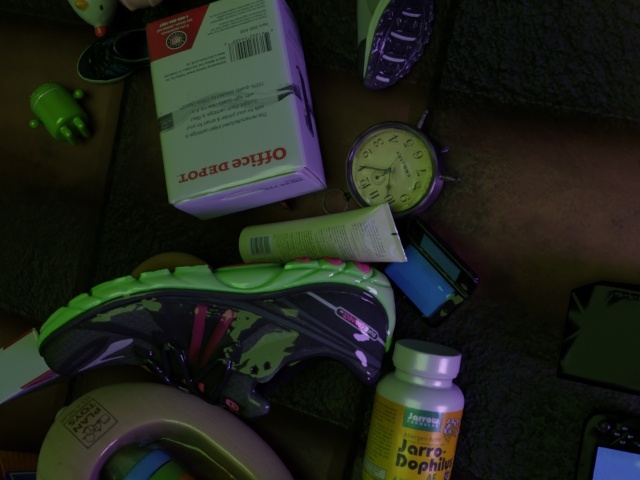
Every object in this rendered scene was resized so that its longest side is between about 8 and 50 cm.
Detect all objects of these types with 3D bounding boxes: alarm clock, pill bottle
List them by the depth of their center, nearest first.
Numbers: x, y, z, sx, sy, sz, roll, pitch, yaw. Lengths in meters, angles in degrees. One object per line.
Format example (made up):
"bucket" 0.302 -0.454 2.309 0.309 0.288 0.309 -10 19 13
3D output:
"pill bottle" 0.124 0.241 1.053 0.118 0.117 0.208 12 95 22
"alarm clock" 0.086 -0.086 1.091 0.192 0.064 0.129 -26 82 18

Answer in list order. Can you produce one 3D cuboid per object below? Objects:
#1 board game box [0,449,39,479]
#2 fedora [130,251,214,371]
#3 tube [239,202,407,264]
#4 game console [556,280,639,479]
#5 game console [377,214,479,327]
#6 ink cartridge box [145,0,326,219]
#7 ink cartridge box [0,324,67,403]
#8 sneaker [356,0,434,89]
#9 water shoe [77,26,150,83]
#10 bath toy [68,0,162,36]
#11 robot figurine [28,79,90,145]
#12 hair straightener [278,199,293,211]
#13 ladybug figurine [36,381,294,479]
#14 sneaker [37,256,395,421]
"board game box" -0.505 0.550 1.125 0.356 0.356 0.356 -54 46 14
"fedora" -0.213 0.109 1.208 0.194 0.079 0.194 0 90 21
"tube" 0.000 0.000 1.114 0.240 0.070 0.062 -6 72 31
"game console" 0.392 0.236 0.984 0.213 0.044 0.361 10 95 22
"game console" 0.140 0.044 1.070 0.071 0.107 0.122 -40 75 -11
"ink cartridge box" -0.117 -0.184 1.108 0.197 0.114 0.272 -13 74 14
"ink cartridge box" -0.413 0.178 1.242 0.127 0.175 0.072 -31 82 20
"sneaker" 0.090 -0.340 1.078 0.108 0.100 0.271 17 102 46
"water shoe" -0.307 -0.297 1.238 0.203 0.080 0.073 -10 87 22
"bath toy" -0.237 -0.390 1.173 0.348 0.151 0.129 -7 90 25
"robot figurine" -0.422 -0.207 1.294 0.101 0.067 0.115 -39 75 -10
"hair straightener" -0.091 -0.148 1.181 0.089 0.047 0.230 -45 69 4
"ladybug figurine" -0.207 0.387 1.134 0.449 0.162 0.305 38 62 18
"sneaker" -0.141 0.138 1.046 0.483 0.185 0.202 -6 79 6
